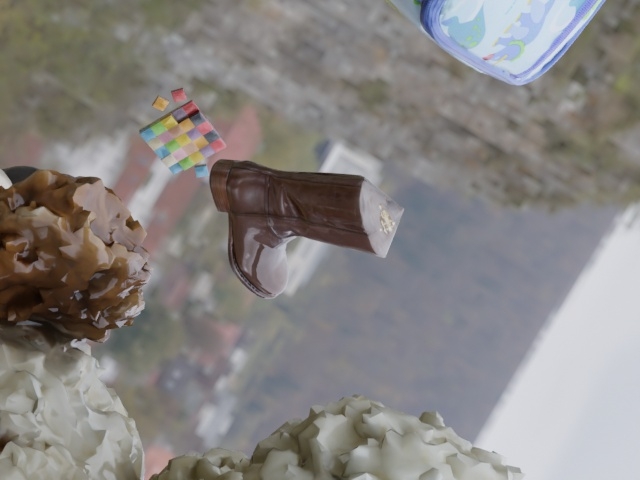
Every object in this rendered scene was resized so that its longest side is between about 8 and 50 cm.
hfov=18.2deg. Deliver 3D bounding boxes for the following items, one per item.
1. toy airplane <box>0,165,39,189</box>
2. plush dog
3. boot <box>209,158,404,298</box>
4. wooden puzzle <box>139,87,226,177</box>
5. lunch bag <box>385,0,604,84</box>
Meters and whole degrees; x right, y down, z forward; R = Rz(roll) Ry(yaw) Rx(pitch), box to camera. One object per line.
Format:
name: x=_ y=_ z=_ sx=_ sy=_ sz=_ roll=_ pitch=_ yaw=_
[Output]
toy airplane: x=-0.185 y=0.138 z=0.895 sx=0.272 sy=0.386 sz=0.384 roll=-37 pitch=-166 yaw=3
plush dog: x=-0.075 y=0.110 z=0.550 sx=0.262 sy=0.225 sz=0.210 roll=-49 pitch=170 yaw=6
boot: x=0.000 y=0.000 z=1.132 sx=0.037 sy=0.114 sz=0.106 roll=-59 pitch=142 yaw=-34
wooden puzzle: x=-0.107 y=-0.079 z=1.544 sx=0.049 sy=0.083 sz=0.006 roll=-29 pitch=-145 yaw=13
lunch bag: x=0.127 y=-0.193 z=1.063 sx=0.219 sy=0.090 sz=0.176 roll=-50 pitch=156 yaw=7
